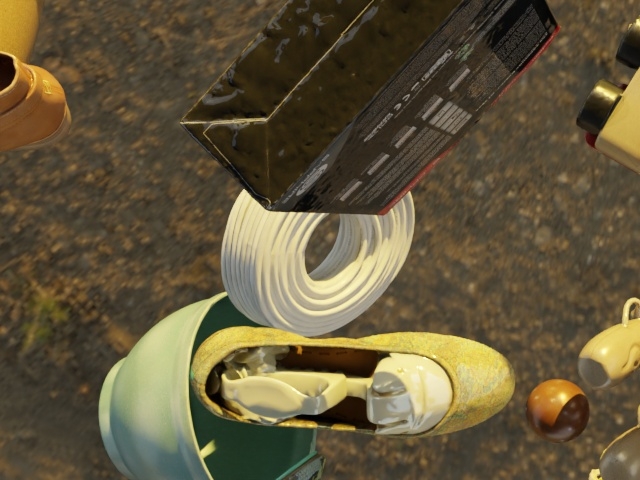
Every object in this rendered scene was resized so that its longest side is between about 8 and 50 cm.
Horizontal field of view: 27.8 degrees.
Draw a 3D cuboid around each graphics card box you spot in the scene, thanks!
[{"bbox_3d":[0.058,-0.127,0.964,0.094,0.371,0.233,45,101,9],"label":"graphics card box"}]

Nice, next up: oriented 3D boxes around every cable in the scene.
[{"bbox_3d":[0.000,0.000,1.601,0.089,0.257,0.257,30,101,43],"label":"cable"}]

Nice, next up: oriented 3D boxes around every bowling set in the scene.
[{"bbox_3d":[0.283,0.112,1.069,0.200,0.154,0.287,8,117,43],"label":"bowling set"}]

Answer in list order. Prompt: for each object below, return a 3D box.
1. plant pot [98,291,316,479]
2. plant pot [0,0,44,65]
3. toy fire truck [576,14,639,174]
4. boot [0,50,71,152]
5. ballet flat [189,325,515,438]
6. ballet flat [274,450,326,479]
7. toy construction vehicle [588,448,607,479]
[{"bbox_3d":[-0.164,0.224,1.697,0.196,0.293,0.293,-12,107,29],"label":"plant pot"},{"bbox_3d":[-0.343,-0.157,1.079,0.237,0.254,0.237,-8,138,-7],"label":"plant pot"},{"bbox_3d":[0.377,-0.182,1.434,0.158,0.246,0.217,32,97,17],"label":"toy fire truck"},{"bbox_3d":[-0.269,-0.080,0.854,0.197,0.152,0.073,-18,84,-1],"label":"boot"},{"bbox_3d":[0.030,0.157,1.367,0.349,0.123,0.123,5,112,7],"label":"ballet flat"},{"bbox_3d":[-0.061,0.283,1.276,0.188,0.070,0.070,-32,102,-17],"label":"ballet flat"},{"bbox_3d":[0.345,0.269,1.546,0.035,0.098,0.085,30,115,21],"label":"toy construction vehicle"}]
